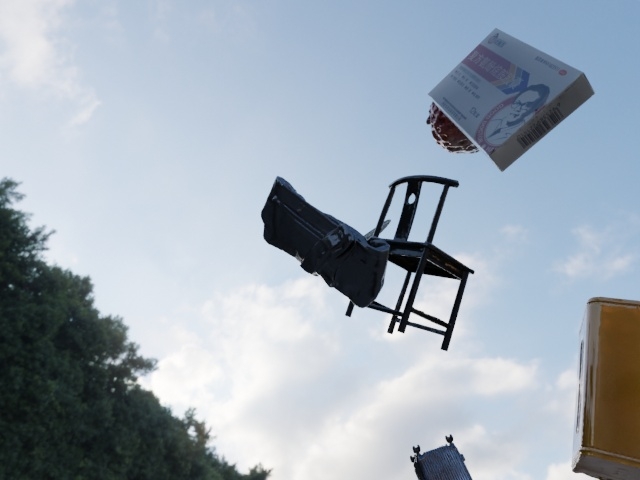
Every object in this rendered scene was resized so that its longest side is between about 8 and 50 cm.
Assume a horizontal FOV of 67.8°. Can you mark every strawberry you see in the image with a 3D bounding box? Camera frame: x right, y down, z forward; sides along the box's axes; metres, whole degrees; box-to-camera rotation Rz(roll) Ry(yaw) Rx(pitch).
[{"bbox_3d":[0.472,-0.360,1.413,0.265,0.149,0.336,5,-12,-17],"label":"strawberry"}]

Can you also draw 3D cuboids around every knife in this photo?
[{"bbox_3d":[0.081,0.022,1.211,0.260,0.035,0.063,-32,-29,24],"label":"knife"}]

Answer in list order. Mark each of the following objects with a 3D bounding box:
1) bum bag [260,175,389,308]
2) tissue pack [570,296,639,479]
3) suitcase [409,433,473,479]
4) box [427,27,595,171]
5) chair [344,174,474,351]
[{"bbox_3d":[0.000,0.000,0.740,0.248,0.060,0.123,39,-50,32],"label":"bum bag"},{"bbox_3d":[0.523,0.264,0.822,0.145,0.275,0.194,5,-32,27],"label":"tissue pack"},{"bbox_3d":[0.209,0.403,0.795,0.086,0.126,0.059,-14,-44,-9],"label":"suitcase"},{"bbox_3d":[0.384,-0.317,1.028,0.069,0.353,0.214,34,-67,-32],"label":"box"},{"bbox_3d":[0.164,0.034,0.821,0.141,0.260,0.154,28,-13,-36],"label":"chair"}]
